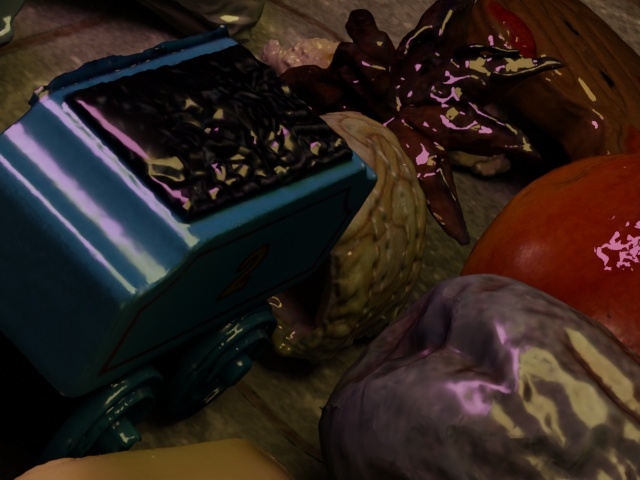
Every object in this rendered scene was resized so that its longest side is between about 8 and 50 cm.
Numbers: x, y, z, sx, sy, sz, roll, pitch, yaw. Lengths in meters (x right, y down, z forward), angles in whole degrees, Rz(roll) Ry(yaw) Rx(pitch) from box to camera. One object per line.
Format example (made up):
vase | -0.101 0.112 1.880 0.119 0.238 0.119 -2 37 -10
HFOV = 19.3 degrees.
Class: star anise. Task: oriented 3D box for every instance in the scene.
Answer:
star anise | 0.065 -0.116 1.556 0.272 0.272 0.102 60 7 34

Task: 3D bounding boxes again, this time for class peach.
peach | 0.238 0.052 1.484 0.238 0.281 0.281 7 42 -31

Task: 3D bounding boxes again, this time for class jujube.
jujube | 0.160 0.170 1.295 0.308 0.246 0.215 46 53 -8

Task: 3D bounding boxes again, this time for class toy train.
toy train | -0.117 0.004 1.264 0.188 0.265 0.300 43 34 14

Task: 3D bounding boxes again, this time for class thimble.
thimble | 0.000 0.000 1.463 0.137 0.190 0.143 -3 12 29

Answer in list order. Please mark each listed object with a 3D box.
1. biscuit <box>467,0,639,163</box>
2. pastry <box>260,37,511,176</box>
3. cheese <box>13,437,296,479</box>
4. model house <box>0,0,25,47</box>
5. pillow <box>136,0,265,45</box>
biscuit | 0.274 -0.137 1.844 0.381 0.074 0.359 23 31 -48
pastry | 0.078 -0.125 1.739 0.258 0.089 0.121 5 55 -30
cheese | -0.053 0.256 1.128 0.259 0.128 0.316 -3 50 -44
model house | -0.391 -0.197 1.338 0.360 0.297 0.339 32 77 -25
pillow | -0.148 -0.343 1.700 0.283 0.138 0.310 14 76 -34
